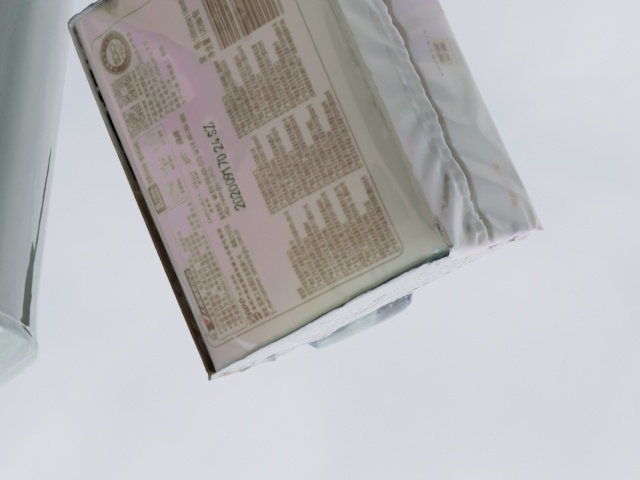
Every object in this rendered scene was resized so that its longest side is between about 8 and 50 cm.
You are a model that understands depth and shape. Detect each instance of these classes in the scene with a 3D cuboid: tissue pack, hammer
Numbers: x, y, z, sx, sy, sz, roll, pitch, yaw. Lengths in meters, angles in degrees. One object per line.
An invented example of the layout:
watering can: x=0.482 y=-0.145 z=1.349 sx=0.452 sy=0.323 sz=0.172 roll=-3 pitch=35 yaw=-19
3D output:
tissue pack: x=-0.013 y=-0.064 z=1.024 sx=0.185 sy=0.225 sz=0.124 roll=-28 pitch=171 yaw=35
hammer: x=0.000 y=0.000 z=1.656 sx=0.116 sy=0.069 sz=0.194 roll=-24 pitch=-116 yaw=-7

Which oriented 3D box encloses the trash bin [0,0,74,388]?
trash bin: x=-0.314 y=-0.083 z=1.276 sx=0.280 sy=0.280 sz=0.432 roll=-6 pitch=-112 yaw=36
